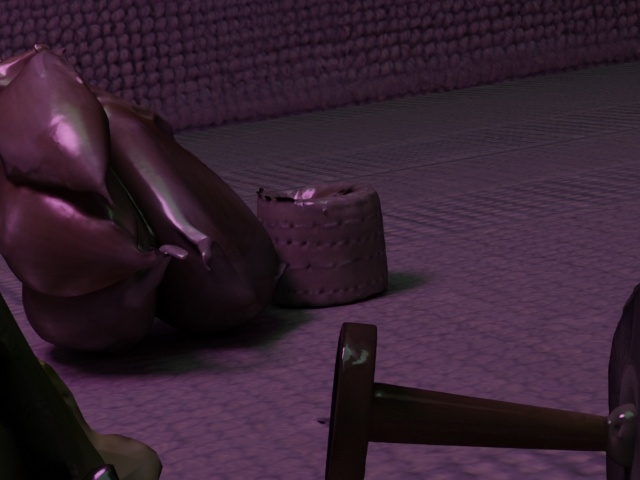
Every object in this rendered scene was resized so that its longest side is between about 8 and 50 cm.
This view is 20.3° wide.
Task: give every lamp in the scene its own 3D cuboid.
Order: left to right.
[{"bbox_3d":[0.112,0.075,0.740,0.214,0.121,0.121,6,9,0],"label":"lamp"}]

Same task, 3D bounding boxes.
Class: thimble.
[{"bbox_3d":[0.000,0.000,1.439,0.102,0.090,0.115,-14,12,-38],"label":"thimble"}]

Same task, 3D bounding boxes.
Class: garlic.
[{"bbox_3d":[-0.142,-0.026,1.321,0.210,0.237,0.292,-20,49,-16],"label":"garlic"}]

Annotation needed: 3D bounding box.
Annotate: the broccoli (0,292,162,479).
[{"bbox_3d":[-0.110,0.079,0.514,0.247,0.243,0.263,-17,-5,41],"label":"broccoli"}]
